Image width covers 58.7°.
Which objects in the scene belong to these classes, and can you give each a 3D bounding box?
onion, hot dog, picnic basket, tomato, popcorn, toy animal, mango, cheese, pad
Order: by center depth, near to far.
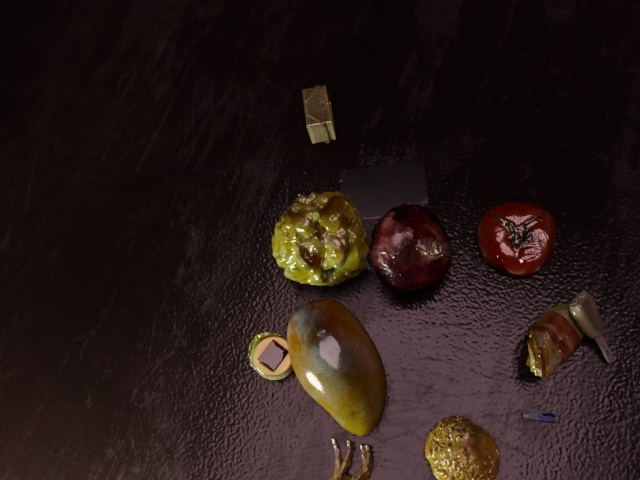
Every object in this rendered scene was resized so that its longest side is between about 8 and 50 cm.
[{"bbox_3d":[0.031,0.626,1.462,0.149,0.054,0.275,34,79,21],"label":"toy animal"},{"bbox_3d":[0.713,0.232,1.480,0.097,0.037,0.192,-34,98,-38],"label":"cheese"},{"bbox_3d":[0.604,0.258,1.486,0.262,0.093,0.123,-33,85,-30],"label":"hot dog"},{"bbox_3d":[0.046,0.329,1.498,0.222,0.199,0.383,-22,80,-11],"label":"mango"},{"bbox_3d":[0.259,0.026,1.549,0.252,0.219,0.251,2,86,-33],"label":"onion"},{"bbox_3d":[0.559,-0.015,1.599,0.228,0.101,0.227,-3,72,8],"label":"tomato"},{"bbox_3d":[-0.005,0.004,1.601,0.282,0.247,0.281,-3,79,14],"label":"popcorn"},{"bbox_3d":[0.193,-0.154,1.754,0.267,0.004,0.181,-5,69,6],"label":"pad"},{"bbox_3d":[-0.004,-0.401,1.816,0.080,0.115,0.164,-10,68,7],"label":"picnic basket"}]

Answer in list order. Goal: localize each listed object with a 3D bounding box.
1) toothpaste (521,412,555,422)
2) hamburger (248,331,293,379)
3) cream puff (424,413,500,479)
[{"bbox_3d":[0.563,0.456,1.467,0.083,0.015,0.024,3,69,3],"label":"toothpaste"},{"bbox_3d":[-0.135,0.321,1.585,0.141,0.081,0.126,20,75,2],"label":"hamburger"},{"bbox_3d":[0.353,0.527,1.410,0.189,0.129,0.188,-2,71,5],"label":"cream puff"}]
